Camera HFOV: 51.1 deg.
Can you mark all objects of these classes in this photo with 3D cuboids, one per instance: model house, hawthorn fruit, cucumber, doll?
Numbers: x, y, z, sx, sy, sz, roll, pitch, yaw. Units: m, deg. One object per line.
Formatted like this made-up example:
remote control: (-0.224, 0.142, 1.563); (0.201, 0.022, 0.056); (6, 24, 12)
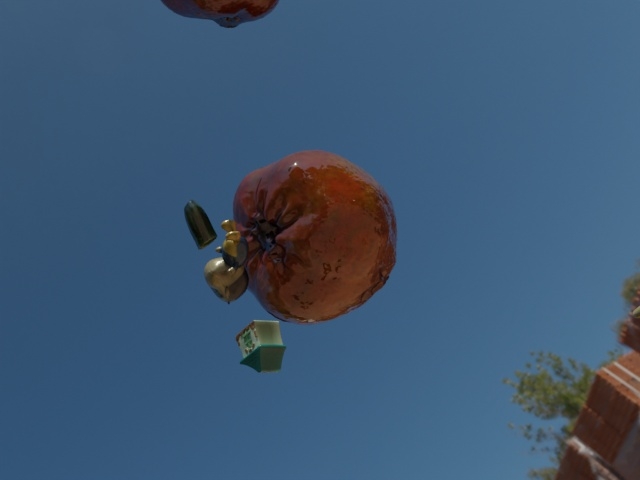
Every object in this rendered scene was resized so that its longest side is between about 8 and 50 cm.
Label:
model house: (-0.180, 0.334, 2.052); (0.100, 0.148, 0.127); (6, -36, -39)
hawthorn fruit: (-0.208, -0.590, 1.380); (0.295, 0.295, 0.311); (-34, -33, -19)
hawthorn fruit: (0.000, 0.000, 1.736); (0.472, 0.472, 0.471); (-24, -48, -29)
cucumber: (-0.254, -0.037, 1.388); (0.048, 0.105, 0.048); (-26, -5, -3)
doll: (-0.183, 0.049, 1.304); (0.089, 0.102, 0.179); (-8, -60, -16)

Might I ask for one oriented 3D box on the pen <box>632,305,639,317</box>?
pen: (0.756, 0.108, 1.417); (0.032, 0.040, 0.233); (-37, -5, -43)
